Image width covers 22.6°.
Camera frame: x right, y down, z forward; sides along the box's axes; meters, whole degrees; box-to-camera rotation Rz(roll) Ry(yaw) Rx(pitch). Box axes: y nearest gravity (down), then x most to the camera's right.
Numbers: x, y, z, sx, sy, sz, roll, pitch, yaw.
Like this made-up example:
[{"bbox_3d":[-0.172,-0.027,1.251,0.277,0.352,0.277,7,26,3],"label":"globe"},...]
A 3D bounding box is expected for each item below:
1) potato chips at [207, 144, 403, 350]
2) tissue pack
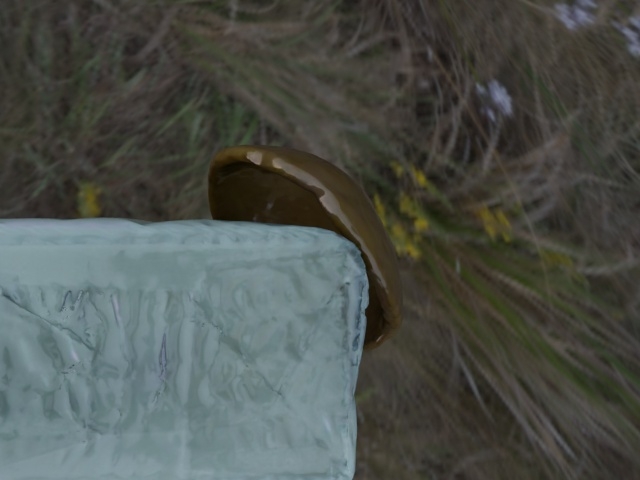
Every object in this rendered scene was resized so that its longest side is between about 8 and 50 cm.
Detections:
[{"bbox_3d":[0.000,-0.001,1.203,0.062,0.195,0.208,-48,126,-24],"label":"potato chips"},{"bbox_3d":[-0.204,0.100,1.183,0.331,0.405,0.205,3,82,-28],"label":"tissue pack"}]
